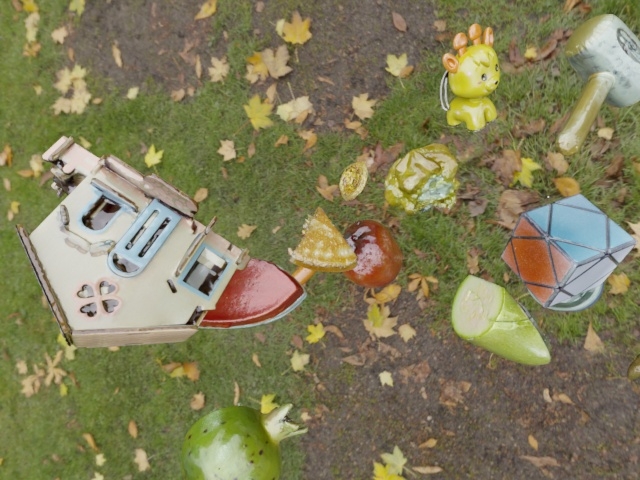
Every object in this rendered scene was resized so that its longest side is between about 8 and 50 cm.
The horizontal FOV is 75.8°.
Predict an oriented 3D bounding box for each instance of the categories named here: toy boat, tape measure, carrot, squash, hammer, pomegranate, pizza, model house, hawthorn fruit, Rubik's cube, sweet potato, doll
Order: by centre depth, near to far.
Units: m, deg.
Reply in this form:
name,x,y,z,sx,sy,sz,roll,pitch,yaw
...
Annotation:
name,x,y,z,sx,sy,sz,roll,pitch,yaw
model house,-0.299,0.033,0.600,0.326,0.244,0.169,35,149,-14
sweet potato,0.592,0.189,0.710,0.038,0.041,0.153,30,117,3
hammer,0.548,-0.287,0.825,0.202,0.113,0.305,35,76,-13
toy boat,-0.192,0.107,0.845,0.332,0.133,0.145,0,78,-5
doll,0.335,-0.358,0.914,0.143,0.220,0.135,-35,41,-11
pomegranate,-0.192,0.532,1.047,0.341,0.260,0.260,-34,78,5
pizza,0.000,0.000,1.075,0.062,0.188,0.198,124,149,-48
Rubik's cube,0.672,0.027,1.141,0.207,0.205,0.205,87,160,-48
squash,0.599,0.268,1.286,0.309,0.234,0.210,21,91,-14
carrot,-0.103,0.153,1.448,0.271,0.066,0.062,-41,99,0
tape measure,0.922,0.141,1.570,0.259,0.138,0.261,-4,68,41
hawthorn fruit,0.209,0.071,1.753,0.295,0.295,0.311,-26,110,29

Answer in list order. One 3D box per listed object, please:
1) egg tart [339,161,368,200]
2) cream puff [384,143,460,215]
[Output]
name,x,y,z,sx,sy,sz,roll,pitch,yaw
egg tart,0.111,-0.180,1.284,0.129,0.049,0.128,-27,55,47
cream puff,0.407,-0.264,1.675,0.274,0.324,0.269,38,132,54
